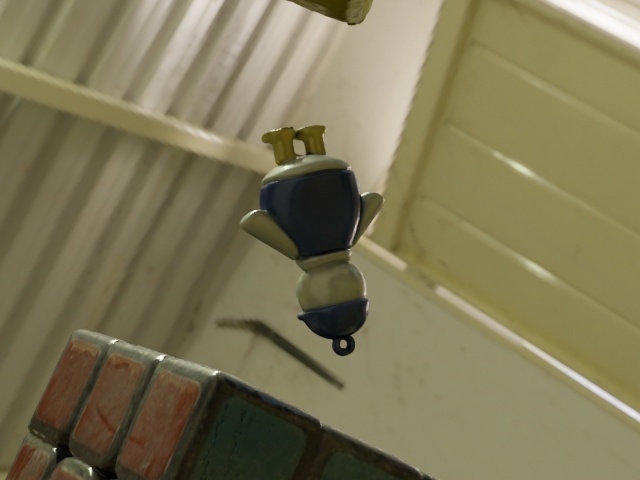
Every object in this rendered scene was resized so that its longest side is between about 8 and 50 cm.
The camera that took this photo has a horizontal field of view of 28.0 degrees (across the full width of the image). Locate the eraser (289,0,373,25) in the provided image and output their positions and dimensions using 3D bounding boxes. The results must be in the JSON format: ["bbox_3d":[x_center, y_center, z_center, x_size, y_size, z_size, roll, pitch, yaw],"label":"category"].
[{"bbox_3d":[0.021,-0.178,0.415,0.226,0.069,0.158,115,178,-78],"label":"eraser"}]

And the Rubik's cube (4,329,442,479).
[{"bbox_3d":[-0.087,0.273,1.032,0.301,0.303,0.305,28,-99,-27],"label":"Rubik's cube"}]

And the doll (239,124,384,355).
[{"bbox_3d":[0.000,0.000,0.780,0.098,0.143,0.057,-12,-5,-29],"label":"doll"}]
